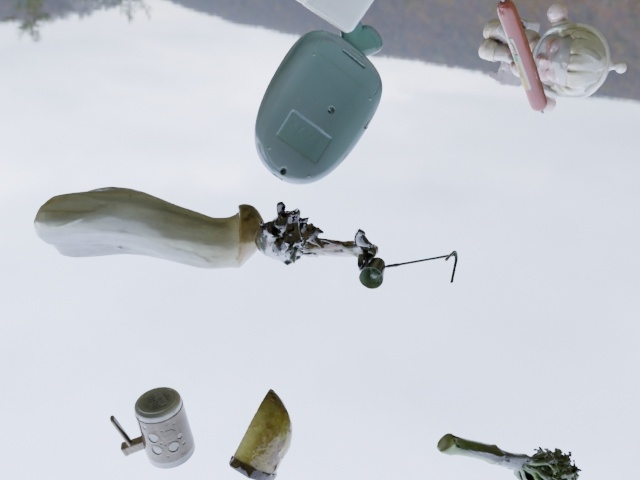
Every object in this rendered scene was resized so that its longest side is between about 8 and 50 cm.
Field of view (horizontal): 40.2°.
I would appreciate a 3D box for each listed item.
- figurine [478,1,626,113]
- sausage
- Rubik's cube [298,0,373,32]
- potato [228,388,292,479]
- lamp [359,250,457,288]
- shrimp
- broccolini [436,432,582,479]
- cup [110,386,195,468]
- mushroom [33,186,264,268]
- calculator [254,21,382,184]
[{"bbox_3d":[0.429,-0.329,1.610,0.145,0.181,0.257,21,-172,-47],"label":"figurine"},{"bbox_3d":[0.317,-0.286,1.365,0.029,0.223,0.029,-19,-143,16],"label":"sausage"},{"bbox_3d":[-0.021,-0.555,1.383,0.291,0.290,0.291,27,-162,-27],"label":"Rubik's cube"},{"bbox_3d":[-0.068,0.262,1.185,0.066,0.103,0.096,26,-170,4],"label":"potato"},{"bbox_3d":[0.114,0.034,1.128,0.121,0.041,0.054,-4,-156,18],"label":"lamp"},{"bbox_3d":[-0.001,0.008,1.211,0.178,0.075,0.289,6,172,-6],"label":"shrimp"},{"bbox_3d":[0.189,0.221,0.866,0.239,0.054,0.051,24,-136,-46],"label":"broccolini"},{"bbox_3d":[-0.239,0.266,1.266,0.102,0.099,0.074,4,-149,20],"label":"cup"},{"bbox_3d":[-0.249,-0.012,1.319,0.329,0.122,0.159,6,-161,-7],"label":"mushroom"},{"bbox_3d":[0.005,-0.230,1.424,0.185,0.298,0.041,35,173,-26],"label":"calculator"}]
